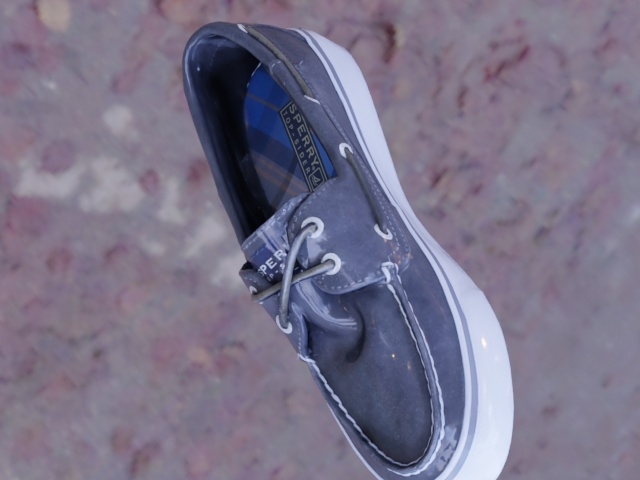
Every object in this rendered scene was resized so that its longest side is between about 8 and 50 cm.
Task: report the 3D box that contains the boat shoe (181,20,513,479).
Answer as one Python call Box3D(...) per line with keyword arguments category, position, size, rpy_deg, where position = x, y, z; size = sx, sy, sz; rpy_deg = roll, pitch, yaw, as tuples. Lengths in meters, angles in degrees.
Box3D(category="boat shoe", position=(0.000, 0.000, 0.671), size=(0.076, 0.228, 0.080), rpy_deg=(13, 137, -41))
